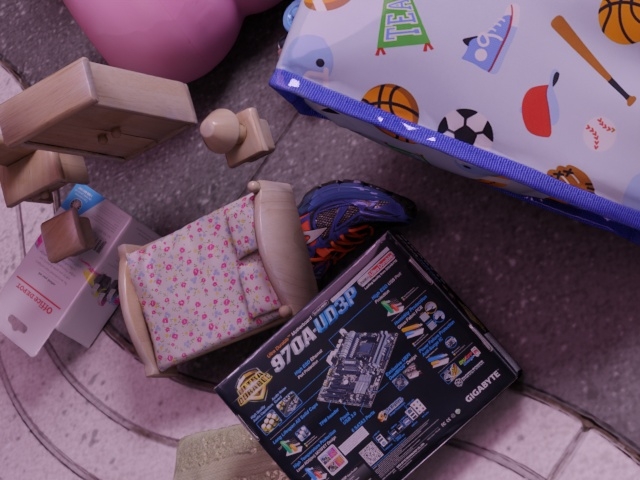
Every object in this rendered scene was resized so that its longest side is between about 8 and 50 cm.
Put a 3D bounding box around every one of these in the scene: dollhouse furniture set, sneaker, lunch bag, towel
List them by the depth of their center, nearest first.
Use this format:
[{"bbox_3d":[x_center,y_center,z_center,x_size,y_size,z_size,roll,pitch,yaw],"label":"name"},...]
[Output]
[{"bbox_3d":[0.199,-0.197,1.486,0.385,0.239,0.328,20,91,9],"label":"lunch bag"},{"bbox_3d":[-0.081,0.224,1.628,0.148,0.027,0.110,-16,59,27],"label":"towel"},{"bbox_3d":[-0.187,0.025,1.641,0.303,0.174,0.355,-24,73,30],"label":"dollhouse furniture set"},{"bbox_3d":[0.000,0.000,1.671,0.221,0.083,0.087,-16,71,34],"label":"sneaker"}]

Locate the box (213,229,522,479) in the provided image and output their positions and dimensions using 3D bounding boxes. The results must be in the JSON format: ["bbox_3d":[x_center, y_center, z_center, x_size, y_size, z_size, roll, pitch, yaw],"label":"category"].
[{"bbox_3d":[0.042,0.126,1.526,0.220,0.051,0.175,-43,82,9],"label":"box"}]

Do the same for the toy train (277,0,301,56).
[{"bbox_3d":[0.041,-0.221,1.752,0.184,0.080,0.105,-30,58,18],"label":"toy train"}]

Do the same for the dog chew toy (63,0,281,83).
[{"bbox_3d":[-0.113,-0.315,1.836,0.332,0.206,0.206,-36,50,2],"label":"dog chew toy"}]

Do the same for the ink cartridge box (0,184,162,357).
[{"bbox_3d":[-0.265,0.041,1.831,0.104,0.061,0.181,32,85,40],"label":"ink cartridge box"}]
